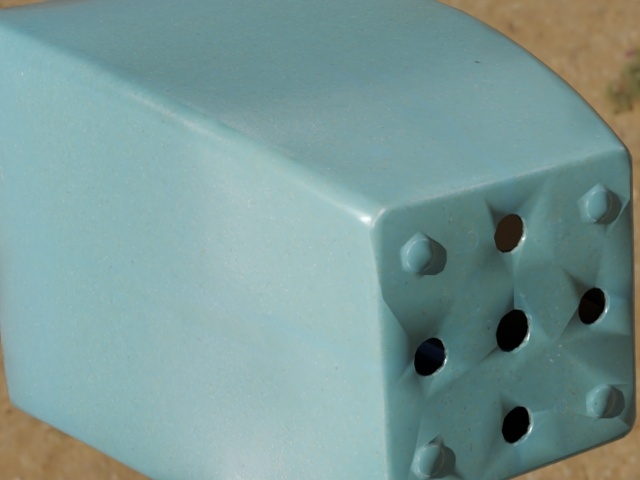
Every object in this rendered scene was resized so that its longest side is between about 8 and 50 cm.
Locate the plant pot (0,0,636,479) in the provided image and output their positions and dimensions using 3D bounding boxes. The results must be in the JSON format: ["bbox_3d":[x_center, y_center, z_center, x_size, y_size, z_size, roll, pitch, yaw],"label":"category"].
[{"bbox_3d":[0.000,0.000,0.697,0.165,0.166,0.234,-15,21,-30],"label":"plant pot"}]
